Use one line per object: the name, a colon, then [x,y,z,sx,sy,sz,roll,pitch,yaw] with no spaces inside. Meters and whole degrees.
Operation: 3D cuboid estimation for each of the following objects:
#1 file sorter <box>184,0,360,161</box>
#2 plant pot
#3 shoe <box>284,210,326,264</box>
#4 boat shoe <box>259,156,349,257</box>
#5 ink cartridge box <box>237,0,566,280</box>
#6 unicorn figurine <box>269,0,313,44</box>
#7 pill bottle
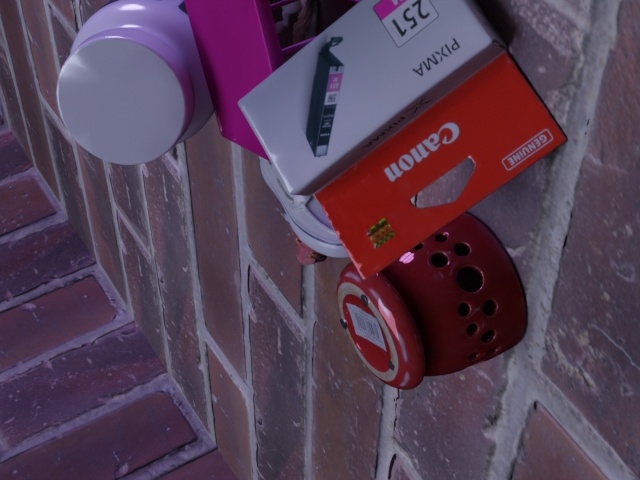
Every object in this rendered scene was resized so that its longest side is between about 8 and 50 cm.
file sorter: [-0.036,-0.267,1.371,0.202,0.182,0.290,32,141,53]
plant pot: [0.127,0.081,1.374,0.191,0.174,0.191,50,156,33]
shoe: [0.000,0.000,1.738,0.178,0.063,0.081,32,143,63]
boat shoe: [-0.014,-0.081,1.646,0.088,0.096,0.267,82,162,-45]
ink cartridge box: [0.078,-0.127,1.185,0.239,0.275,0.060,60,-158,16]
unicorn figurine: [-0.058,-0.345,1.526,0.162,0.060,0.111,41,148,17]
pill bottle: [-0.227,-0.252,1.572,0.363,0.210,0.210,-71,-30,-63]
